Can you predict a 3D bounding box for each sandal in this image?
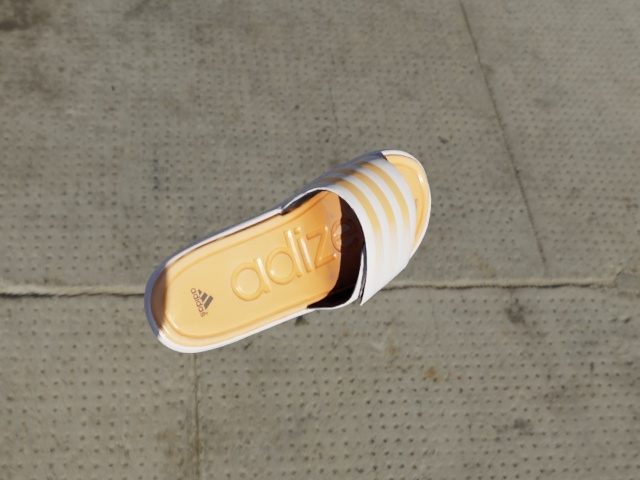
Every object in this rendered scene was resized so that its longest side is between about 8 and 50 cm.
[{"bbox_3d":[0.003,0.010,0.560,0.265,0.076,0.102,-28,103,-32],"label":"sandal"}]
